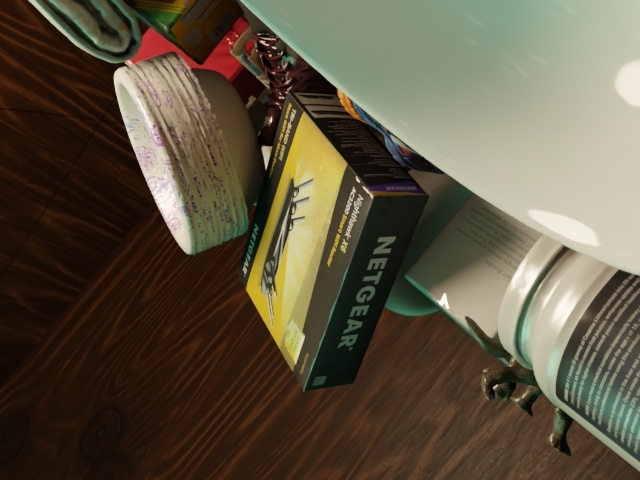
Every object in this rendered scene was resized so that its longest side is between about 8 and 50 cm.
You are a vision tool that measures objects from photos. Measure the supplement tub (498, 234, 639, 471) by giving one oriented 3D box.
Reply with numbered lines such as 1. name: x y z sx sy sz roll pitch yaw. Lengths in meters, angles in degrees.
1. supplement tub: 0.305 0.103 0.672 0.272 0.191 0.191 40 180 42

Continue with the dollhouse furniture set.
1. dollhouse furniture set: -0.111 -0.247 1.341 0.129 0.183 0.129 40 180 -27

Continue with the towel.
1. towel: -0.416 -0.412 1.064 0.374 0.090 0.320 49 176 -42

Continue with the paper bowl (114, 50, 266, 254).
1. paper bowl: -0.180 -0.134 1.171 0.284 0.148 0.284 59 163 30

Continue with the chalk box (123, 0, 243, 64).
1. chalk box: -0.226 -0.377 1.144 0.213 0.132 0.132 38 180 15

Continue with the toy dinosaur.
1. toy dinosaur: 0.265 0.130 0.887 0.313 0.160 0.121 38 -171 -21

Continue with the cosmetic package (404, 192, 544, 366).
1. cosmetic package: 0.236 0.041 0.983 0.151 0.183 0.151 41 -179 42

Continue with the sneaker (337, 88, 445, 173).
1. sneaker: 0.110 -0.124 0.878 0.221 0.083 0.087 24 -177 -45

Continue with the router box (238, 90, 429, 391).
1. router box: 0.000 0.000 1.046 0.081 0.308 0.243 -3 -142 -30

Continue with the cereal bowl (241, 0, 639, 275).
1. cereal bowl: 0.049 -0.142 0.302 0.339 0.141 0.339 39 180 0

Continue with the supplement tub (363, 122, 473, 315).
1. supplement tub: 0.088 -0.054 1.199 0.228 0.228 0.316 40 180 -39

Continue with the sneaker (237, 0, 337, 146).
1. sneaker: -0.049 -0.209 1.065 0.281 0.162 0.106 39 180 -42

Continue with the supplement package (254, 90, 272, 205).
1. supplement package: -0.100 -0.199 1.756 0.139 0.244 0.134 39 180 22

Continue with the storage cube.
1. storage cube: -0.213 -0.327 1.493 0.184 0.193 0.215 40 -179 7
